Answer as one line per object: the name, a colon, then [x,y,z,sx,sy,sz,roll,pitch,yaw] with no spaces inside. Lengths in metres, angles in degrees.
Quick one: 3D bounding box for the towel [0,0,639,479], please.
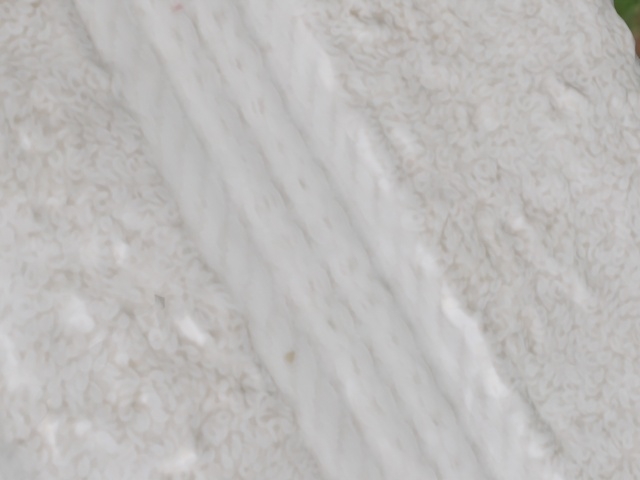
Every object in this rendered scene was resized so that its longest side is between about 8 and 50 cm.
towel: [0.000,0.000,0.391,0.049,0.187,0.282,-22,96,59]
